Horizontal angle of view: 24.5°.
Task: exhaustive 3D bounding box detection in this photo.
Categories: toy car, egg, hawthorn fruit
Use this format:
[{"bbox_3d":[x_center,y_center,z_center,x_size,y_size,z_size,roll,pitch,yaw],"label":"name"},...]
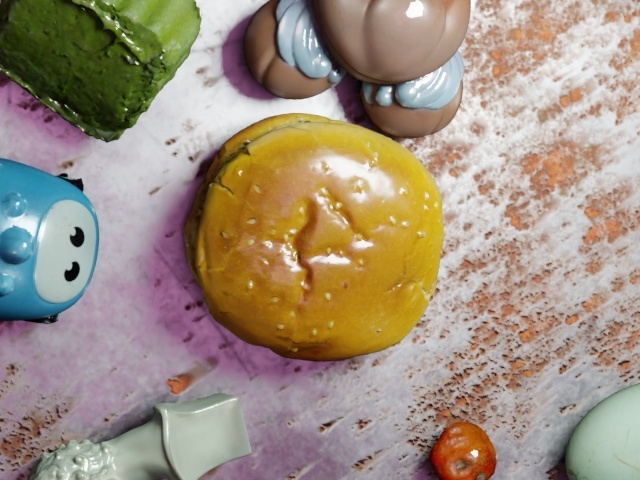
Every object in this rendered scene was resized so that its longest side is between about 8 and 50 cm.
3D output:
[{"bbox_3d":[-0.377,-0.001,1.674,0.255,0.190,0.188,11,91,-15],"label":"toy car"},{"bbox_3d":[0.423,0.264,1.873,0.231,0.168,0.168,-15,97,-7],"label":"egg"},{"bbox_3d":[0.176,0.276,1.864,0.093,0.093,0.093,-1,94,-12],"label":"hawthorn fruit"}]

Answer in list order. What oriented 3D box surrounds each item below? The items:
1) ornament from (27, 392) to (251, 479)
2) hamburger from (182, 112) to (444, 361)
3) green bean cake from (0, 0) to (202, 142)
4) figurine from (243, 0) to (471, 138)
[{"bbox_3d":[-0.220,0.264,1.762,0.285,0.120,0.130,-30,98,-10],"label":"ornament"},{"bbox_3d":[0.000,0.000,1.764,0.314,0.170,0.290,11,102,-14],"label":"hamburger"},{"bbox_3d":[-0.263,-0.235,1.676,0.214,0.200,0.113,34,44,-9],"label":"green bean cake"},{"bbox_3d":[0.087,-0.339,1.741,0.276,0.248,0.388,17,81,-10],"label":"figurine"}]
